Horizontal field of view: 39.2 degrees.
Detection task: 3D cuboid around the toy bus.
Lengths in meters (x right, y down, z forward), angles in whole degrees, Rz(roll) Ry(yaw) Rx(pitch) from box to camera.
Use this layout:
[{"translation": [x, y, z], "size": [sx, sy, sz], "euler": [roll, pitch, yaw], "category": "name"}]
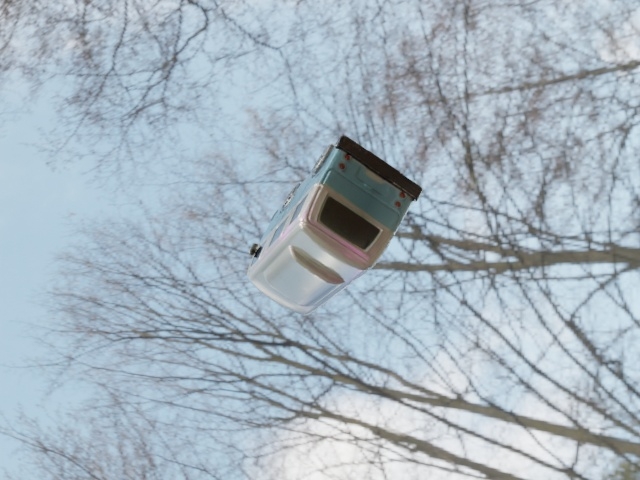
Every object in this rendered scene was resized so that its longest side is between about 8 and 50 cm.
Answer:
[{"translation": [0.000, 0.000, 0.536], "size": [0.060, 0.123, 0.075], "euler": [34, -119, -8], "category": "toy bus"}]
